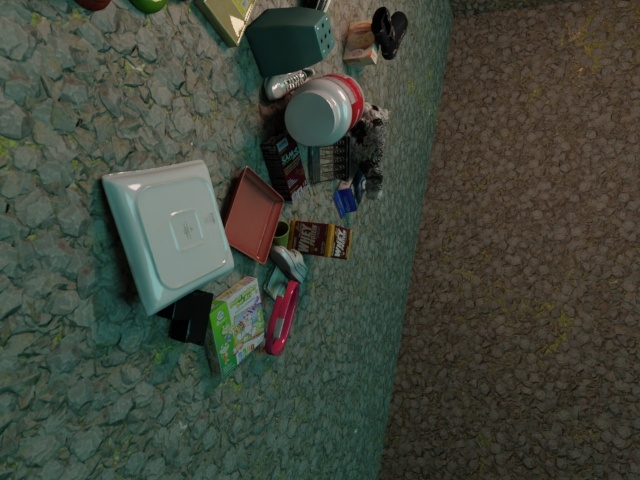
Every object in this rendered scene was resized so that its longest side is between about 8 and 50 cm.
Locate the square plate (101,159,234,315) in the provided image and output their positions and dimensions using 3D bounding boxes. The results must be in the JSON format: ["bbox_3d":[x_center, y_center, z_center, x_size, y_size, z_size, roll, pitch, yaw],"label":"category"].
[{"bbox_3d":[-0.366,-0.029,1.143,0.344,0.049,0.347,-31,111,-58],"label":"square plate"}]

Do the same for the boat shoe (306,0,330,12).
[{"bbox_3d":[-0.017,-0.962,1.600,0.113,0.127,0.340,16,89,-33],"label":"boat shoe"}]

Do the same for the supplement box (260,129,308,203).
[{"bbox_3d":[-0.128,-0.270,1.588,0.130,0.073,0.239,-54,139,-43],"label":"supplement box"}]

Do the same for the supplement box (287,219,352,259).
[{"bbox_3d":[0.000,0.000,1.765,0.194,0.191,0.129,11,86,-62],"label":"supplement box"}]

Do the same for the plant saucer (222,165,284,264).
[{"bbox_3d":[-0.234,-0.079,1.460,0.259,0.048,0.258,40,61,-57],"label":"plant saucer"}]

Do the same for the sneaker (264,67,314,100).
[{"bbox_3d":[-0.112,-0.563,1.527,0.235,0.095,0.090,-54,142,-41],"label":"sneaker"}]

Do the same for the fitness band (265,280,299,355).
[{"bbox_3d":[-0.144,0.294,1.654,0.209,0.054,0.291,67,38,-77],"label":"fitness band"}]

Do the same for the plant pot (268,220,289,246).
[{"bbox_3d":[-0.151,-0.017,1.609,0.079,0.083,0.083,82,29,-49],"label":"plant pot"}]

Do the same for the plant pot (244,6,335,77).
[{"bbox_3d":[-0.086,-0.650,1.404,0.165,0.234,0.165,-61,145,-34],"label":"plant pot"}]

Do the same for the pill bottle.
[{"bbox_3d":[0.018,-0.473,1.568,0.407,0.229,0.229,-58,145,-60],"label":"pill bottle"}]

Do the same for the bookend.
[{"bbox_3d":[-0.390,0.215,1.207,0.156,0.072,0.157,16,83,-61],"label":"bookend"}]

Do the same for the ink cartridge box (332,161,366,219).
[{"bbox_3d":[0.167,-0.274,2.158,0.332,0.065,0.165,-64,147,-31],"label":"ink cartridge box"}]

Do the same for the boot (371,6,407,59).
[{"bbox_3d":[0.306,-0.960,1.911,0.207,0.094,0.246,35,71,-64],"label":"boot"}]

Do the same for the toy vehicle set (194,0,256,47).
[{"bbox_3d":[-0.259,-0.731,1.269,0.166,0.035,0.267,44,58,-57],"label":"toy vehicle set"}]

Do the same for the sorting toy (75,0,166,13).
[{"bbox_3d":[-0.381,-0.592,0.978,0.365,0.126,0.127,-39,130,-52],"label":"sorting toy"}]

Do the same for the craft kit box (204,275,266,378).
[{"bbox_3d":[-0.285,0.283,1.444,0.250,0.061,0.246,-40,128,-53],"label":"craft kit box"}]

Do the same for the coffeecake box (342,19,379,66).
[{"bbox_3d":[0.193,-0.897,1.970,0.068,0.142,0.185,24,75,-61],"label":"coffeecake box"}]

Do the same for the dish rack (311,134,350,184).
[{"bbox_3d":[0.043,-0.350,1.892,0.271,0.074,0.208,-26,118,-58],"label":"dish rack"}]

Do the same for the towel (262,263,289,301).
[{"bbox_3d":[-0.164,0.175,1.677,0.113,0.023,0.152,-67,148,-27],"label":"towel"}]

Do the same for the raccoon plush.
[{"bbox_3d":[0.237,-0.448,2.117,0.299,0.216,0.446,-46,138,-57],"label":"raccoon plush"}]

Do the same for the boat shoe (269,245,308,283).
[{"bbox_3d":[-0.109,0.078,1.664,0.088,0.096,0.267,-58,147,-18],"label":"boat shoe"}]
